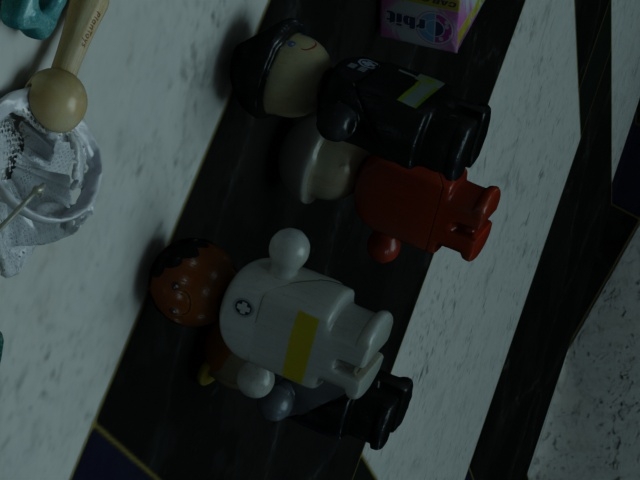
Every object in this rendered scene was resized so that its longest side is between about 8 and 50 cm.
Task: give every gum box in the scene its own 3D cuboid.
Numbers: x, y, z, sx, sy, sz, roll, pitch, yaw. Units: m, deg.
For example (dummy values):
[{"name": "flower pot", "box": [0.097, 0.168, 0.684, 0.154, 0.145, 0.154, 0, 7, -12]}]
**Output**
[{"name": "gum box", "box": [0.105, -0.239, 1.179, 0.107, 0.062, 0.188, 89, 23, -44]}]

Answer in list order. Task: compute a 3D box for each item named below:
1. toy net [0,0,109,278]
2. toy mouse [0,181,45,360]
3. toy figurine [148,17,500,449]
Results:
[{"name": "toy net", "box": [-0.106, -0.084, 0.652, 0.122, 0.045, 0.232, -39, 142, -64]}, {"name": "toy mouse", "box": [-0.166, 0.062, 0.617, 0.161, 0.031, 0.143, -41, 145, -61]}, {"name": "toy figurine", "box": [0.000, 0.000, 0.936, 0.209, 0.148, 0.213, -64, 165, -12]}]
